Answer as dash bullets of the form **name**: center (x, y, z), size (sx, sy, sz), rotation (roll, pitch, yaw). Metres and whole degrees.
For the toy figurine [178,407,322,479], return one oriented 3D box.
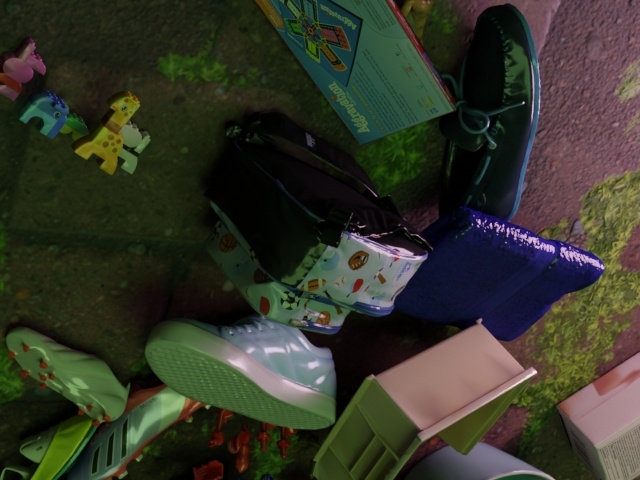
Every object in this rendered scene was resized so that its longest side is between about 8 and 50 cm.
- **toy figurine**: center (-0.132, 0.390, 1.762), size (0.217, 0.191, 0.362), rotation (-23, 143, 26)

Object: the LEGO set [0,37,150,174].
- **LEGO set**: center (-0.272, -0.155, 1.339), size (0.227, 0.087, 0.093), rotation (33, 101, -39)

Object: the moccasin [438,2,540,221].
- **moccasin**: center (0.223, -0.152, 1.566), size (0.117, 0.137, 0.342), rotation (-12, 124, -15)

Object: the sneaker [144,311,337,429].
- **sneaker**: center (-0.107, 0.153, 1.597), size (0.135, 0.150, 0.366), rotation (-14, 150, 29)

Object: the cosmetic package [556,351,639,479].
- **cosmetic package**: center (0.590, 0.296, 2.044), size (0.296, 0.129, 0.153), rotation (-30, 127, -7)

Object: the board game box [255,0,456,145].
- **board game box**: center (0.048, -0.241, 1.444), size (0.145, 0.027, 0.281), rotation (-19, 134, 23)

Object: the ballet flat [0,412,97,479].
- **ballet flat**: center (-0.396, 0.318, 1.592), size (0.077, 0.077, 0.231), rotation (32, 105, -12)

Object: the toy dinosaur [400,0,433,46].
- **toy dinosaur**: center (0.120, -0.301, 1.463), size (0.112, 0.064, 0.211), rotation (-9, 124, -23)

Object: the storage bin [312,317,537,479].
- **storage bin**: center (0.147, 0.275, 1.717), size (0.262, 0.123, 0.260), rotation (-22, 151, -40)

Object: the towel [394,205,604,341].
- **towel**: center (0.244, 0.048, 1.709), size (0.308, 0.076, 0.227), rotation (17, 134, -37)

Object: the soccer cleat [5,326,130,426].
- **soccer cleat**: center (-0.339, 0.171, 1.535), size (0.068, 0.076, 0.196), rotation (-23, 123, 40)

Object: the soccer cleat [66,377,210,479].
- **soccer cleat**: center (-0.265, 0.255, 1.610), size (0.248, 0.083, 0.095), rotation (-36, 103, -8)

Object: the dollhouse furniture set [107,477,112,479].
- **dollhouse furniture set**: center (-0.329, 0.390, 1.687), size (0.114, 0.091, 0.081), rotation (-29, 174, 20)

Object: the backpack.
- **backpack**: center (0.000, 0.000, 1.478), size (0.263, 0.276, 0.213), rotation (12, 119, -40)

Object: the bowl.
- **bowl**: center (0.248, 0.466, 1.954), size (0.312, 0.163, 0.311), rotation (-13, 125, -19)
